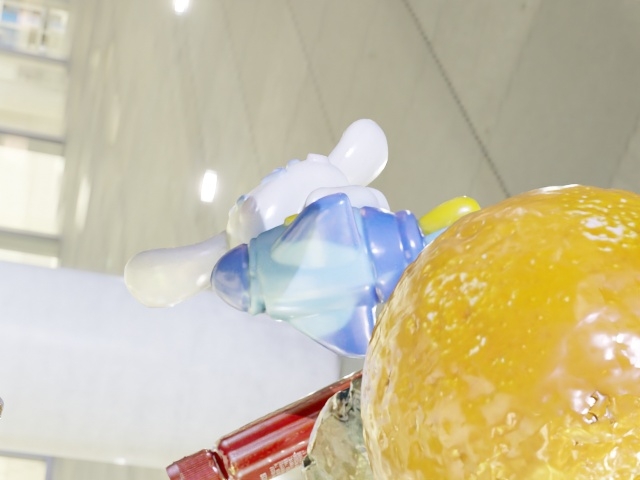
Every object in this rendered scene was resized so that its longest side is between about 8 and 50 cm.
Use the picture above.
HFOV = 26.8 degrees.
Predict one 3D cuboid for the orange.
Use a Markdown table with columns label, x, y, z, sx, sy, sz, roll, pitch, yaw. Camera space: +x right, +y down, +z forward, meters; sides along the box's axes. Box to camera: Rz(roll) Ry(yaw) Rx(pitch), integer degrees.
| label | x | y | z | sx | sy | sz | roll | pitch | yaw |
| --- | --- | --- | --- | --- | --- | --- | --- | --- | --- |
| orange | 0.191 | 0.117 | 1.017 | 0.293 | 0.340 | 0.341 | 58 | 138 | 45 |

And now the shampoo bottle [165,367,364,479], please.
| label | x | y | z | sx | sy | sz | roll | pitch | yaw |
| --- | --- | --- | --- | --- | --- | --- | --- | --- | --- |
| shampoo bottle | -0.040 | 0.248 | 1.692 | 0.076 | 0.314 | 0.118 | 64 | 171 | 12 |

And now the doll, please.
| label | x | y | z | sx | sy | sz | roll | pitch | yaw |
| --- | --- | --- | --- | --- | --- | --- | --- | --- | --- |
| doll | -0.005 | -0.006 | 1.566 | 0.376 | 0.187 | 0.365 | -49 | 35 | -10 |

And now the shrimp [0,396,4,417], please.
| label | x | y | z | sx | sy | sz | roll | pitch | yaw |
| --- | --- | --- | --- | --- | --- | --- | --- | --- | --- |
| shrimp | -0.448 | 0.211 | 1.325 | 0.152 | 0.287 | 0.063 | -128 | 18 | -73 |

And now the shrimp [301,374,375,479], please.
| label | x | y | z | sx | sy | sz | roll | pitch | yaw |
| --- | --- | --- | --- | --- | --- | --- | --- | --- | --- |
| shrimp | 0.083 | 0.281 | 1.280 | 0.247 | 0.085 | 0.360 | 26 | 129 | 29 |
